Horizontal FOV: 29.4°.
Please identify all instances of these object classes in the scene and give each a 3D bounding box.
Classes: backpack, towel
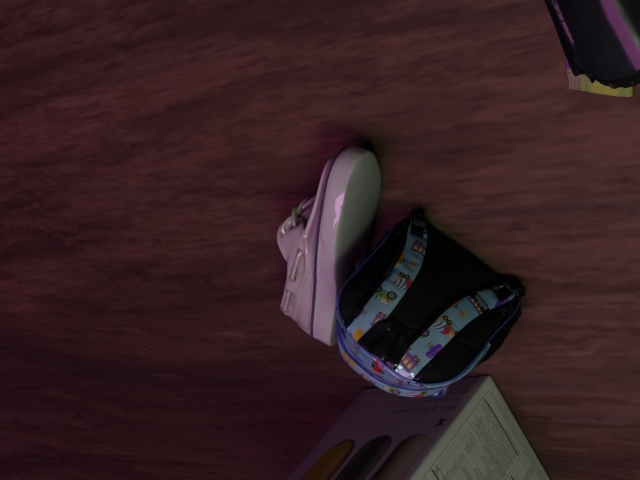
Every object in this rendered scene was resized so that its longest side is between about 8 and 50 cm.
[{"bbox_3d":[0.089,0.081,1.176,0.158,0.173,0.117,37,140,10],"label":"backpack"},{"bbox_3d":[0.226,-0.156,0.984,0.060,0.009,0.083,15,132,31],"label":"towel"}]

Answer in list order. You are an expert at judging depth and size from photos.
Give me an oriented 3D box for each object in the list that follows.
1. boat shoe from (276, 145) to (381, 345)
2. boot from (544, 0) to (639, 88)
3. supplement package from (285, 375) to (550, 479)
[{"bbox_3d":[0.000,0.000,1.255,0.088,0.096,0.267,26,145,16],"label":"boat shoe"},{"bbox_3d":[0.200,-0.211,0.831,0.207,0.094,0.246,60,172,-9],"label":"boot"},{"bbox_3d":[0.090,0.306,1.294,0.199,0.263,0.198,-14,113,46],"label":"supplement package"}]
